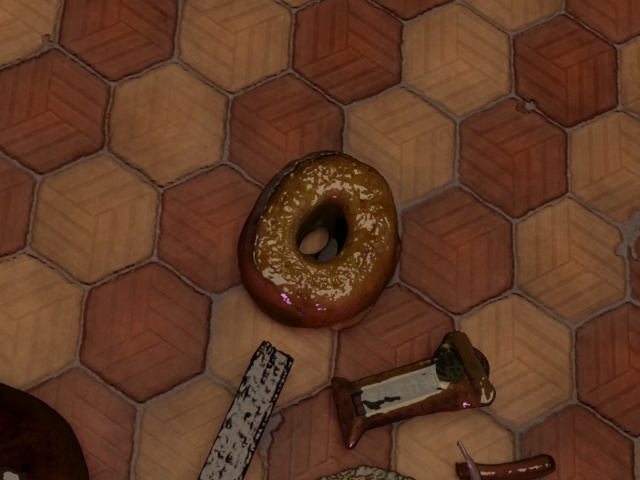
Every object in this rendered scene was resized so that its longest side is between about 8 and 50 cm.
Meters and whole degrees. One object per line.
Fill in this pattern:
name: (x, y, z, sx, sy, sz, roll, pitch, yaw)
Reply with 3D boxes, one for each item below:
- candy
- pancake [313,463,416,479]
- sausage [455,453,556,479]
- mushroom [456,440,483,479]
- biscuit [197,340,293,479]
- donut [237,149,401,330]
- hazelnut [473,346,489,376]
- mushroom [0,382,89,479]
candy: (0.153, 0.253, 1.797, 0.271, 0.101, 0.143, -19, 72, 2)
pancake: (0.102, 0.488, 1.765, 0.377, 0.054, 0.197, 16, 69, -1)
sausage: (0.325, 0.400, 1.828, 0.177, 0.040, 0.047, -5, 74, -8)
mushroom: (0.287, 0.483, 1.778, 0.043, 0.068, 0.306, -16, 84, -14)
biscuit: (-0.147, 0.354, 1.739, 0.073, 0.107, 0.388, 23, 70, -1)
donut: (0.000, 0.000, 1.854, 0.299, 0.150, 0.317, -9, 74, -8)
hazelnut: (0.263, 0.230, 1.853, 0.086, 0.086, 0.086, 2, 72, -7)
mushroom: (-0.555, 0.382, 1.643, 0.346, 0.259, 0.345, 16, 45, -17)
